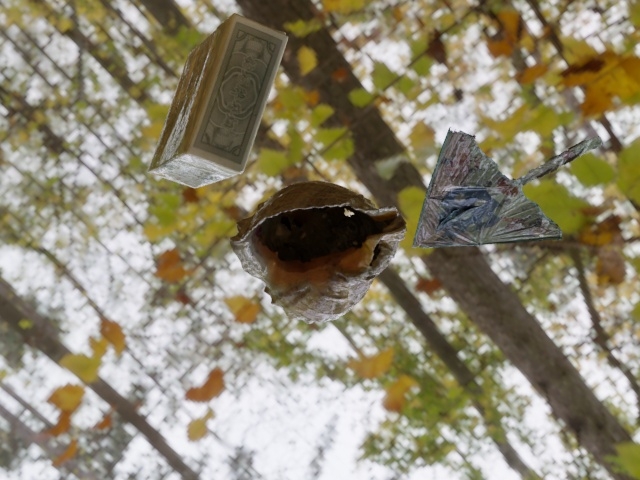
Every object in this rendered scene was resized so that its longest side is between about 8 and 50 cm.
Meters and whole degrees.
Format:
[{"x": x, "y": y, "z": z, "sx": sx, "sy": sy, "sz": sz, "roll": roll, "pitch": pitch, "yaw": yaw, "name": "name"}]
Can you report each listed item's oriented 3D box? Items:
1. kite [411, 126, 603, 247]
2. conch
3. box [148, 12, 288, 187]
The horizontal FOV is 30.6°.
[{"x": 0.259, "y": -0.068, "z": 1.674, "sx": 0.314, "sy": 0.335, "sz": 0.011, "roll": -32, "pitch": -132, "yaw": 20, "name": "kite"}, {"x": -0.002, "y": -0.013, "z": 2.087, "sx": 0.352, "sy": 0.297, "sz": 0.210, "roll": -42, "pitch": -141, "yaw": 34, "name": "conch"}, {"x": -0.126, "y": -0.153, "z": 1.361, "sx": 0.256, "sy": 0.069, "sz": 0.164, "roll": 175, "pitch": -66, "yaw": -72, "name": "box"}]
